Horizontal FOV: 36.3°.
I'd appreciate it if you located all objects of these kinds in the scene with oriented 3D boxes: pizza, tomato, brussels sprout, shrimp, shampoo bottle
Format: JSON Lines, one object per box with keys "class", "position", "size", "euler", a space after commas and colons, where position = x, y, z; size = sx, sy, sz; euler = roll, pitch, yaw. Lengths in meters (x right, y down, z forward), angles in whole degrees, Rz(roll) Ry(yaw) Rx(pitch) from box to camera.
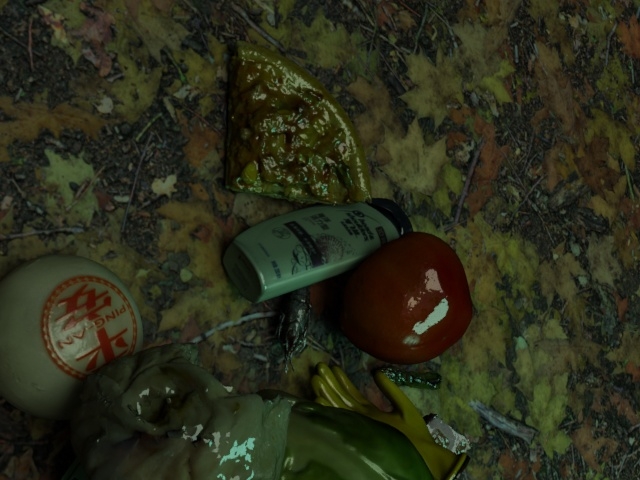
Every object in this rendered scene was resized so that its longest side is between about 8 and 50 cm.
{"class": "pizza", "position": [-0.031, -0.199, 1.666], "size": [0.258, 0.087, 0.268], "euler": [5, 76, -27]}
{"class": "tomato", "position": [0.155, 0.112, 1.688], "size": [0.260, 0.180, 0.260], "euler": [-28, 142, -25]}
{"class": "brussels sprout", "position": [0.011, 0.385, 1.446], "size": [0.371, 0.315, 0.276], "euler": [48, 67, -31]}
{"class": "shrimp", "position": [-0.045, 0.144, 1.636], "size": [0.057, 0.065, 0.165], "euler": [16, 75, -2]}
{"class": "shampoo bottle", "position": [0.000, 0.000, 1.676], "size": [0.359, 0.078, 0.134], "euler": [-18, 61, -39]}

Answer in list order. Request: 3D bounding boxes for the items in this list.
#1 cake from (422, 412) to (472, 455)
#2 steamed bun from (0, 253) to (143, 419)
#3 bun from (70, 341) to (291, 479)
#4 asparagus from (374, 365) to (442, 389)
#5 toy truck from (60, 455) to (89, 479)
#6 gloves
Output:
{"class": "cake", "position": [0.128, 0.433, 1.716], "size": [0.295, 0.113, 0.116], "euler": [-46, 104, -22]}
{"class": "steamed bun", "position": [-0.344, 0.130, 1.341], "size": [0.232, 0.145, 0.231], "euler": [8, 77, -37]}
{"class": "bun", "position": [-0.189, 0.254, 1.244], "size": [0.205, 0.281, 0.281], "euler": [74, 33, -61]}
{"class": "asparagus", "position": [0.162, 0.253, 1.798], "size": [0.165, 0.030, 0.036], "euler": [16, 96, -38]}
{"class": "toy truck", "position": [-0.251, 0.404, 1.351], "size": [0.259, 0.135, 0.128], "euler": [30, 59, 5]}
{"class": "gloves", "position": [0.098, 0.309, 1.630], "size": [0.294, 0.116, 0.133], "euler": [40, 14, 9]}
